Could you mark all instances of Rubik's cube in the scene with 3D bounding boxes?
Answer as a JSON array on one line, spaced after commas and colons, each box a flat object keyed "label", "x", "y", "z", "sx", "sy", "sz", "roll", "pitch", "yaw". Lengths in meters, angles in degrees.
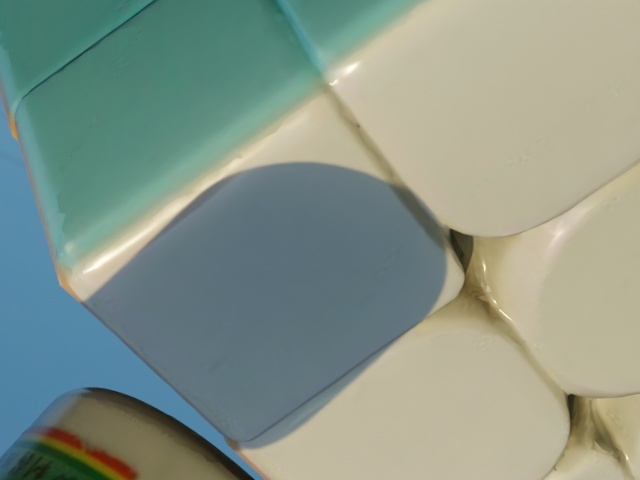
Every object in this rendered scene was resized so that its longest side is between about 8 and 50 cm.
[{"label": "Rubik's cube", "x": 0.070, "y": -0.066, "z": 0.627, "sx": 0.291, "sy": 0.290, "sz": 0.291, "roll": 48, "pitch": -170, "yaw": -39}]

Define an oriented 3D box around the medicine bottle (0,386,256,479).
[{"label": "medicine bottle", "x": -0.063, "y": 0.101, "z": 0.333, "sx": 0.080, "sy": 0.130, "sz": 0.080, "roll": 33, "pitch": 154, "yaw": 18}]
